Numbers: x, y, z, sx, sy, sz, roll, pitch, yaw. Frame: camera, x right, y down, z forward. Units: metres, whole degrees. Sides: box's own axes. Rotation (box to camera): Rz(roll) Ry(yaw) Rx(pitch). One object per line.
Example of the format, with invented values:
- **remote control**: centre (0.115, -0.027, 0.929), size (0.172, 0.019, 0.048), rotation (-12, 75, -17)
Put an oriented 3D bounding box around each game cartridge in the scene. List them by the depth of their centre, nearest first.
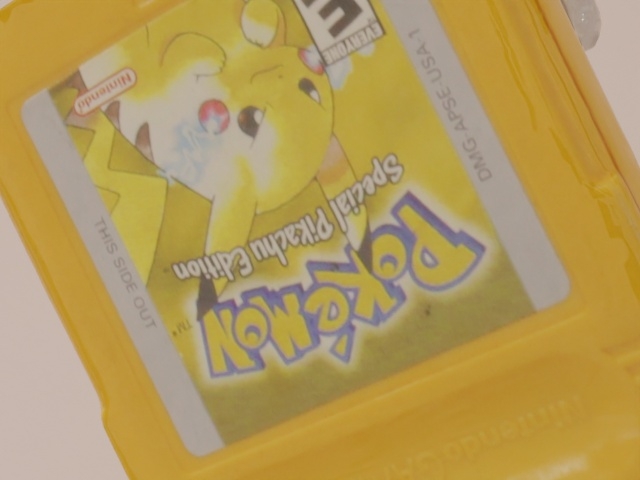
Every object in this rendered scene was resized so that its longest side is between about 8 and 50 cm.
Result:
- **game cartridge**: centre (0.000, 0.000, 0.739), size (0.285, 0.052, 0.324), rotation (-26, -92, 29)

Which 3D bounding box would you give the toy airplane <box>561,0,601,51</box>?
- **toy airplane**: centre (0.093, -0.284, 0.783), size (0.272, 0.384, 0.386), rotation (-39, -91, -27)
